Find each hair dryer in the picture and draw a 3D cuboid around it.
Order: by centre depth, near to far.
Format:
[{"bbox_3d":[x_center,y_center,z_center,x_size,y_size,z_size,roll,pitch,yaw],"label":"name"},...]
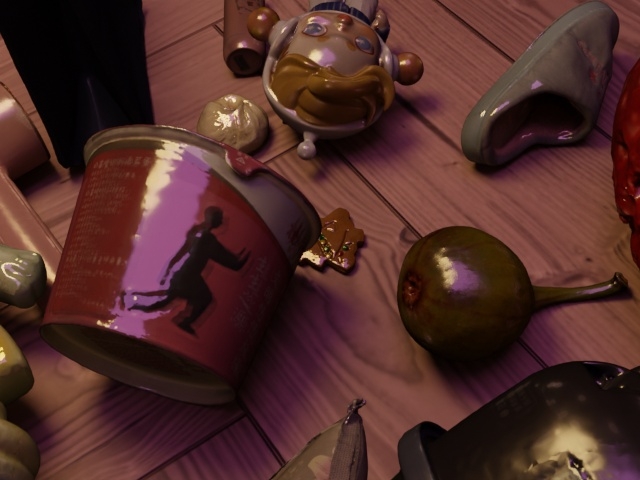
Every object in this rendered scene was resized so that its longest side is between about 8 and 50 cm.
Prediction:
[{"bbox_3d":[-0.332,-0.007,0.920,0.189,0.106,0.344,-34,64,-18],"label":"hair dryer"}]

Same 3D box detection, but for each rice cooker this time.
[{"bbox_3d":[0.174,0.214,0.587,0.224,0.267,0.267,-35,54,10],"label":"rice cooker"}]

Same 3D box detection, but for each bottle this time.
[{"bbox_3d":[-0.095,-0.272,1.107,0.053,0.053,0.140,-5,53,2],"label":"bottle"}]

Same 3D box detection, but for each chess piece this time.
[{"bbox_3d":[-0.335,0.097,0.784,0.176,0.175,0.298,-11,56,-2],"label":"chess piece"}]

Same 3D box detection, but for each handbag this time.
[{"bbox_3d":[-0.287,-0.282,0.967,0.122,0.329,0.303,-14,53,1],"label":"handbag"}]

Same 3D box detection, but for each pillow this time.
[{"bbox_3d":[-0.052,0.236,0.635,0.059,0.255,0.169,42,25,-7],"label":"pillow"}]

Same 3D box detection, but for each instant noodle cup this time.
[{"bbox_3d":[-0.134,0.032,0.794,0.235,0.235,0.178,12,65,14],"label":"instant noodle cup"}]

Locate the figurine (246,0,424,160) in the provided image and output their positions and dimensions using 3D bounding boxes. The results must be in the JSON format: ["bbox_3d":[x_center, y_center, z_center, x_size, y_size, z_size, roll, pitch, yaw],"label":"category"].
[{"bbox_3d":[0.004,-0.222,1.022,0.194,0.133,0.274,1,44,-22],"label":"figurine"}]

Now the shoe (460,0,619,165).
[{"bbox_3d":[0.262,-0.161,0.961,0.251,0.103,0.100,-42,59,-16],"label":"shoe"}]

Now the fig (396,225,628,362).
[{"bbox_3d":[0.182,0.046,0.825,0.236,0.124,0.124,-3,50,-25],"label":"fig"}]

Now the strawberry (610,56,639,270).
[{"bbox_3d":[0.371,-0.029,0.750,0.295,0.317,0.345,28,74,-11],"label":"strawberry"}]

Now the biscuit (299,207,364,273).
[{"bbox_3d":[0.000,0.000,0.921,0.092,0.016,0.082,-3,54,2],"label":"biscuit"}]

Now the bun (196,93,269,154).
[{"bbox_3d":[-0.101,-0.136,1.007,0.086,0.055,0.086,-2,54,3],"label":"bun"}]
